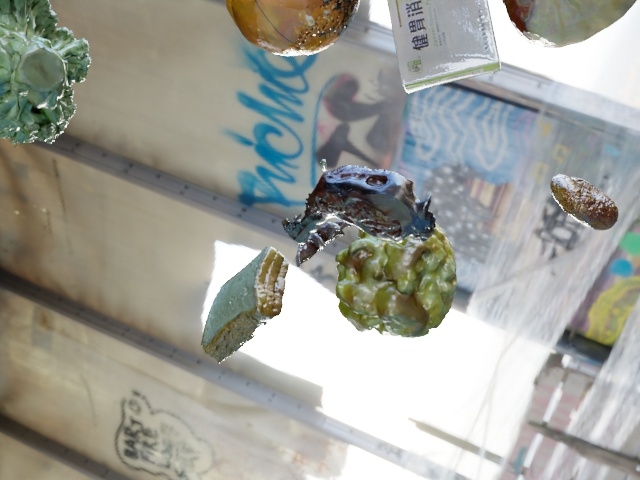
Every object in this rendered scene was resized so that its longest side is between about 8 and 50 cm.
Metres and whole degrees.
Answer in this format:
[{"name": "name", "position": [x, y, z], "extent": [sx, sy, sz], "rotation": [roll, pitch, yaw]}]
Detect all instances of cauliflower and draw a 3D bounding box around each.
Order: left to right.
[{"name": "cauliflower", "position": [-0.531, -0.305, 1.341], "extent": [0.275, 0.250, 0.272], "rotation": [38, -96, -44]}]

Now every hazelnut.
[{"name": "hazelnut", "position": [0.409, -0.455, 1.241], "extent": [0.241, 0.261, 0.261], "rotation": [12, -80, -41]}]

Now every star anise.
[{"name": "star anise", "position": [0.000, -0.002, 1.498], "extent": [0.141, 0.042, 0.141], "rotation": [-37, -1, -1]}]

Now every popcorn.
[{"name": "popcorn", "position": [0.158, 0.065, 1.560], "extent": [0.282, 0.282, 0.247], "rotation": [-68, -19, -2]}]

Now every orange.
[{"name": "orange", "position": [-0.050, -0.426, 1.265], "extent": [0.182, 0.234, 0.235], "rotation": [-38, -33, -79]}]

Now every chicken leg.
[{"name": "chicken leg", "position": [0.033, -0.039, 0.912], "extent": [0.051, 0.253, 0.106], "rotation": [-43, -64, -34]}]

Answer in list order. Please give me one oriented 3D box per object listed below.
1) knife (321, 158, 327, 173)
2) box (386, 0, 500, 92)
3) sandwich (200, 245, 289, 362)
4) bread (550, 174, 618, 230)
[{"name": "knife", "position": [0.013, -0.183, 2.000], "extent": [0.207, 0.014, 0.030], "rotation": [68, -172, -82]}, {"name": "box", "position": [0.215, -0.415, 1.358], "extent": [0.062, 0.175, 0.261], "rotation": [11, -111, -74]}, {"name": "sandwich", "position": [-0.180, 0.145, 1.796], "extent": [0.251, 0.087, 0.226], "rotation": [-39, 24, 38]}, {"name": "bread", "position": [0.635, -0.097, 1.800], "extent": [0.064, 0.193, 0.193], "rotation": [-57, -5, 30]}]
